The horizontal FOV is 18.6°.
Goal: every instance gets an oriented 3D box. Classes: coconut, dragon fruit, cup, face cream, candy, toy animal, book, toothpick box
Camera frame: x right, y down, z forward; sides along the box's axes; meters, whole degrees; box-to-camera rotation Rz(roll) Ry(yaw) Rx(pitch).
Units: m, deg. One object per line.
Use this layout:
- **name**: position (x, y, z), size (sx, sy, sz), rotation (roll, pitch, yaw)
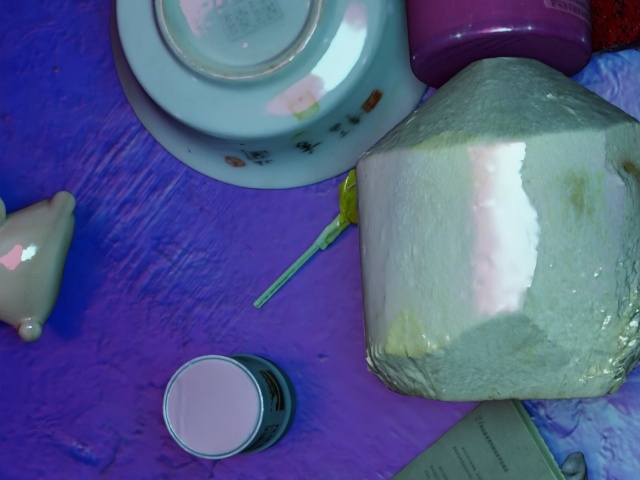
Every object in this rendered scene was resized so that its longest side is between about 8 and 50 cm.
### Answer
- **coconut**: position (0.175, -0.013, 1.791), size (0.297, 0.297, 0.309), rotation (0, 92, 11)
- **dragon fruit**: position (0.317, -0.230, 1.876), size (0.147, 0.096, 0.102), rotation (-19, 76, 52)
- **cup**: position (-0.061, -0.230, 1.913), size (0.347, 0.163, 0.347), rotation (-1, 86, 11)
- **face cream**: position (0.166, -0.255, 1.853), size (0.175, 0.175, 0.195), rotation (-5, 74, 11)
- **candy**: position (0.000, 0.000, 1.951), size (0.194, 0.062, 0.058), rotation (-44, 125, 14)
- **toy animal**: position (-0.352, 0.003, 1.960), size (0.197, 0.171, 0.171), rotation (16, 90, 4)
- **book**: position (0.115, 0.300, 1.852), size (0.282, 0.025, 0.215), rotation (-39, 49, 15)
- **toothpick box**: position (-0.086, 0.161, 1.899), size (0.101, 0.153, 0.101), rotation (-1, 87, 10)

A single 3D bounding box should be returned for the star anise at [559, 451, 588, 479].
- **star anise**: position (0.246, 0.336, 1.850), size (0.283, 0.129, 0.212), rotation (35, 77, 7)
